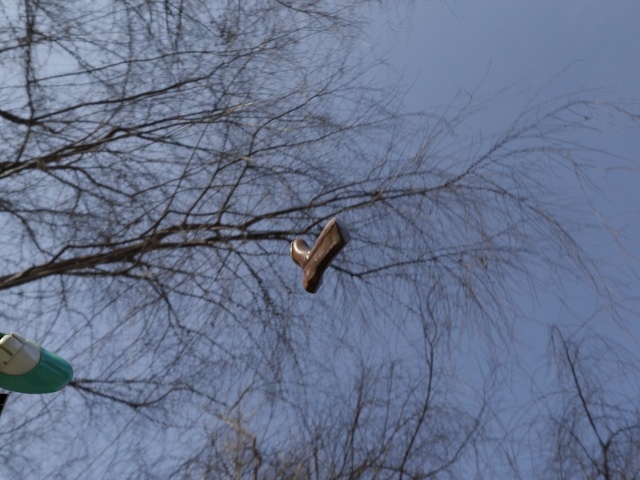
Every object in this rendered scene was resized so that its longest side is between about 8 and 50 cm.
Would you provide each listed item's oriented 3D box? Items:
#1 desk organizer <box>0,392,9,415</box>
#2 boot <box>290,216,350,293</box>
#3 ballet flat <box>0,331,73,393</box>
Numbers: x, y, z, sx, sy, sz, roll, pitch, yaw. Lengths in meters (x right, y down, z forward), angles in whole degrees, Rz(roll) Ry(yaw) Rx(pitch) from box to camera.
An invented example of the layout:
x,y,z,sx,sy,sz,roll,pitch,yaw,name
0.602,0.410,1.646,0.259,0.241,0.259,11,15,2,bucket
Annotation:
x,y,z,sx,sy,sz,roll,pitch,yaw,name
-0.702,0.365,1.389,0.050,0.130,0.047,-45,-66,8,desk organizer
0.000,0.000,0.914,0.037,0.106,0.114,4,-48,-28,boot
-0.514,0.175,1.036,0.247,0.083,0.087,15,-43,4,ballet flat
